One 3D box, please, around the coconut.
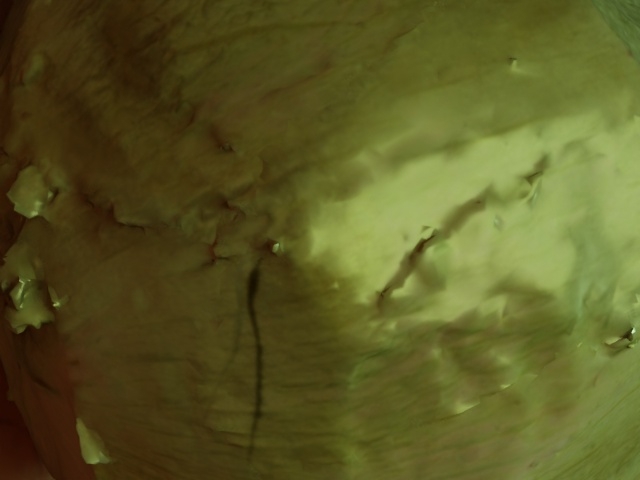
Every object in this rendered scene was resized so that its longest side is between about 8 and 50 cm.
[{"bbox_3d":[0.000,0.000,0.527,0.254,0.297,0.297,-32,110,-21],"label":"coconut"}]
